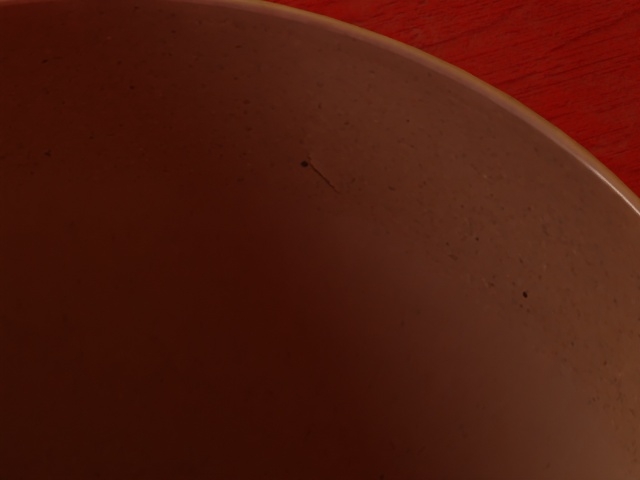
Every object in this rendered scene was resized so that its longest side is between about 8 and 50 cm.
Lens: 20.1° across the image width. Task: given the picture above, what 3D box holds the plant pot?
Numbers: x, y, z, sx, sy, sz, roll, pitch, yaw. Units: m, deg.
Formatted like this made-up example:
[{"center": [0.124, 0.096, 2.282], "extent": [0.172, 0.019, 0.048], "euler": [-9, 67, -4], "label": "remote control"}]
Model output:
[{"center": [-0.047, 0.100, 0.464], "extent": [0.284, 0.284, 0.191], "euler": [-17, -34, -24], "label": "plant pot"}]
